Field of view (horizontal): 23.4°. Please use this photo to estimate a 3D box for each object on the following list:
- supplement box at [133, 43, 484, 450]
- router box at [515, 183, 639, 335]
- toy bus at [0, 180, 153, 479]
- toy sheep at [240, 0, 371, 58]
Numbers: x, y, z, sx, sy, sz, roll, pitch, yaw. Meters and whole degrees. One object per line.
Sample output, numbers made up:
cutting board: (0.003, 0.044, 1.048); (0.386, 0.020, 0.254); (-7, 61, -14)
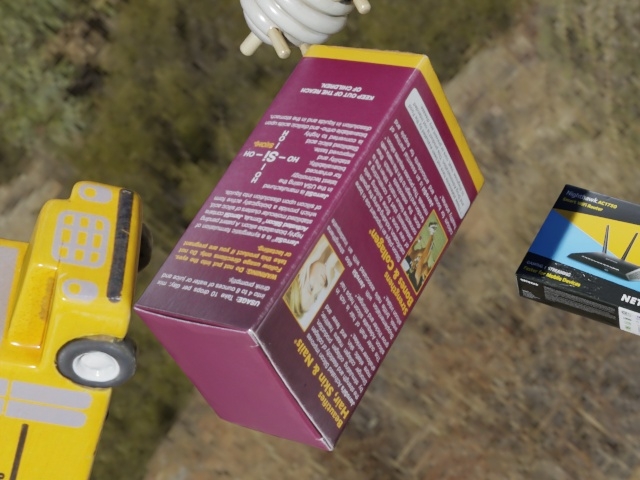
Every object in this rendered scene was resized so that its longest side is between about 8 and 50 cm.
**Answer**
supplement box: (0.000, 0.000, 0.814); (0.081, 0.104, 0.188); (10, 56, 37)
router box: (0.313, 0.024, 1.622); (0.179, 0.046, 0.133); (18, 59, 26)
toy bus: (-0.200, 0.102, 1.034); (0.333, 0.130, 0.108); (111, 166, -46)
toy sheep: (-0.015, -0.180, 1.129); (0.132, 0.091, 0.091); (-41, 30, 24)
